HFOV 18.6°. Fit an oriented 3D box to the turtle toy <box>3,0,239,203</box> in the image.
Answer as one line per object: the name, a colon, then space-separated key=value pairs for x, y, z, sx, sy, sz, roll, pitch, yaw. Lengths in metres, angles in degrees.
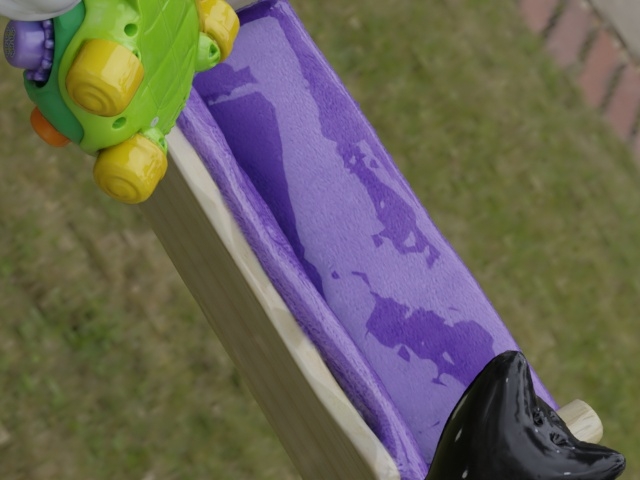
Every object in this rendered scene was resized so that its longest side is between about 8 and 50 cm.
turtle toy: x=-0.080 y=-0.082 z=0.708 sx=0.130 sy=0.066 sz=0.095 roll=79 pitch=31 yaw=-52

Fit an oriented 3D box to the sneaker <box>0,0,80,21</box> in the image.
sneaker: x=-0.085 y=-0.183 z=0.477 sx=0.114 sy=0.152 sz=0.305 roll=-104 pitch=179 yaw=-47

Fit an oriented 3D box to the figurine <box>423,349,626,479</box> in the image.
figurine: x=0.095 y=0.177 z=0.846 sx=0.215 sy=0.209 sz=0.092 roll=38 pitch=25 yaw=-4

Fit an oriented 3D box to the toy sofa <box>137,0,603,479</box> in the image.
toy sofa: x=0.000 y=0.000 z=1.113 sx=0.150 sy=0.177 sz=0.362 roll=-27 pitch=74 yaw=-20
